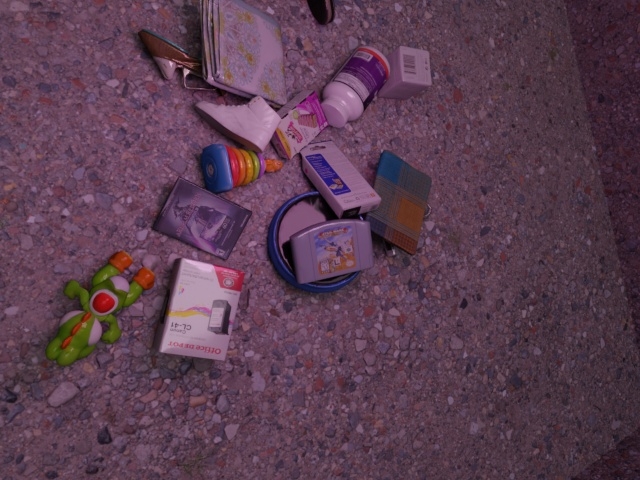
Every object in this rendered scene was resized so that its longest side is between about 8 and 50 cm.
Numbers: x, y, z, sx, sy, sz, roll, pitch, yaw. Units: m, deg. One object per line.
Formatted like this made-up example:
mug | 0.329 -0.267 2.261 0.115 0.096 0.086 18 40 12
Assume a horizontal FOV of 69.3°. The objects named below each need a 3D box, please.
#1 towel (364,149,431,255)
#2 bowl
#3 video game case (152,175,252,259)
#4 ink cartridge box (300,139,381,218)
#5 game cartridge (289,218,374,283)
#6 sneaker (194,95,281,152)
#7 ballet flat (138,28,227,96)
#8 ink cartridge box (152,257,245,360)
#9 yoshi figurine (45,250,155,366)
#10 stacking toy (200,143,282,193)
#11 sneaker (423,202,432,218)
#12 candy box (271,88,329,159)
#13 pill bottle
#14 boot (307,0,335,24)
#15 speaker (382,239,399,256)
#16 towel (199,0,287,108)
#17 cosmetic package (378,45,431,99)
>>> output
towel | 0.311 -0.154 1.855 0.271 0.040 0.370 28 64 -23
bowl | 0.000 0.000 1.738 0.391 0.077 0.391 3 78 -13
video game case | -0.398 -0.071 1.581 0.274 0.026 0.196 26 100 -24
ink cartridge box | 0.058 -0.242 1.768 0.176 0.069 0.371 -16 57 -28
game cartridge | 0.044 0.028 1.639 0.297 0.062 0.198 -13 110 -16
sneaker | -0.279 -0.444 1.618 0.292 0.108 0.169 31 80 6
ballet flat | -0.464 -0.593 1.593 0.342 0.116 0.124 17 96 -29
ink cartridge box | -0.401 0.228 1.542 0.226 0.131 0.306 15 78 -25
yoshi figurine | -0.681 0.217 1.407 0.362 0.204 0.203 -58 152 -33
stacking toy | -0.259 -0.264 1.652 0.302 0.175 0.165 -13 95 -39
sneaker | 0.354 -0.138 1.964 0.299 0.112 0.120 5 84 -27
candy box | -0.087 -0.439 1.749 0.233 0.071 0.159 -46 133 -21
pill bottle | 0.130 -0.606 1.843 0.181 0.181 0.323 41 70 -19
boot | 0.074 -1.070 1.879 0.284 0.138 0.377 -14 87 -27
speaker | 0.288 -0.003 1.953 0.055 0.055 0.136 -18 95 -27
towel | -0.262 -0.662 1.630 0.374 0.090 0.320 0 86 -54
cosmetic package | 0.349 -0.702 1.960 0.151 0.184 0.151 -2 87 -27
